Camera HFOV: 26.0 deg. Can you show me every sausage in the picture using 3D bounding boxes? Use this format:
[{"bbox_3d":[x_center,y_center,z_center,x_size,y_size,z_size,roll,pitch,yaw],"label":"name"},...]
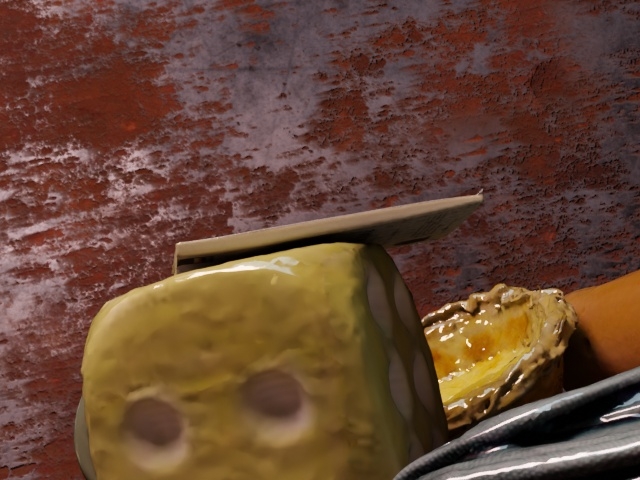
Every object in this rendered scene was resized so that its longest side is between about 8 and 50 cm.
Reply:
[{"bbox_3d":[0.271,0.074,0.990,0.116,0.134,0.354,-58,15,-28],"label":"sausage"}]

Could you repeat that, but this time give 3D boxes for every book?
[{"bbox_3d":[0.000,0.000,0.832,0.181,0.014,0.127,-10,-7,-8],"label":"book"}]

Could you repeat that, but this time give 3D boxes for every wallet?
[{"bbox_3d":[0.175,0.094,0.701,0.237,0.075,0.342,-18,-7,20],"label":"wallet"}]

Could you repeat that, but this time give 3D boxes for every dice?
[{"bbox_3d":[-0.027,0.099,0.810,0.169,0.169,0.166,-14,-6,15],"label":"dice"}]

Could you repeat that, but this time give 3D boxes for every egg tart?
[{"bbox_3d":[0.108,0.113,1.018,0.212,0.090,0.212,-34,10,7],"label":"egg tart"}]

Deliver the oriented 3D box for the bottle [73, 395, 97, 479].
[{"bbox_3d":[-0.114,0.188,1.361,0.168,0.169,0.347,-13,-10,6],"label":"bottle"}]
